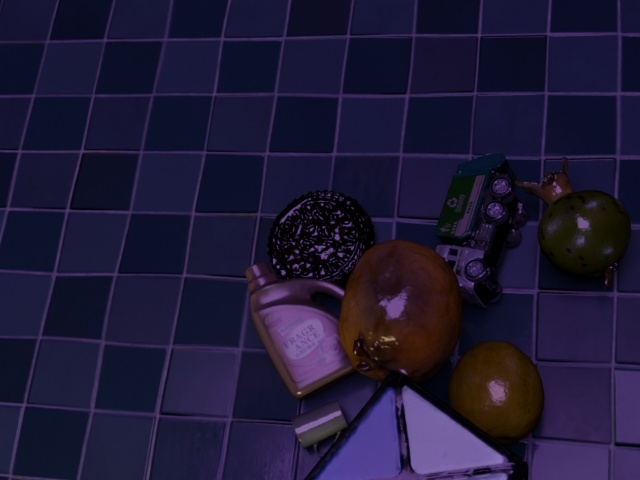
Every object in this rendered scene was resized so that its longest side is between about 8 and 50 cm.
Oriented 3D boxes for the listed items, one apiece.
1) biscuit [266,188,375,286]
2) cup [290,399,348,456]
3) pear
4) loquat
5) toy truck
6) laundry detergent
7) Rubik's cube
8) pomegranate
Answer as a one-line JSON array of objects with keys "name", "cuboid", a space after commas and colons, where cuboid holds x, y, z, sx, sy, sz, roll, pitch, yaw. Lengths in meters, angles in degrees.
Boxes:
[{"name": "biscuit", "cuboid": [0.000, 0.000, 1.930, 0.194, 0.053, 0.195, -5, 69, 13]}, {"name": "cup", "cuboid": [0.003, 0.306, 1.800, 0.083, 0.054, 0.075, -24, 63, -1]}, {"name": "pear", "cuboid": [0.273, 0.238, 1.719, 0.148, 0.149, 0.162, 1, 63, 13]}, {"name": "loquat", "cuboid": [0.127, 0.111, 1.726, 0.193, 0.238, 0.238, 21, 72, 2]}, {"name": "toy truck", "cuboid": [0.267, -0.021, 1.854, 0.124, 0.114, 0.253, 11, 70, 31]}, {"name": "laundry detergent", "cuboid": [-0.022, 0.128, 1.851, 0.171, 0.076, 0.237, -26, 74, -2]}, {"name": "Rubik's cube", "cuboid": [0.140, 0.379, 1.632, 0.246, 0.248, 0.250, 34, 77, 24]}, {"name": "pomegranate", "cuboid": [0.407, -0.029, 1.807, 0.156, 0.156, 0.220, -42, 51, -7]}]
